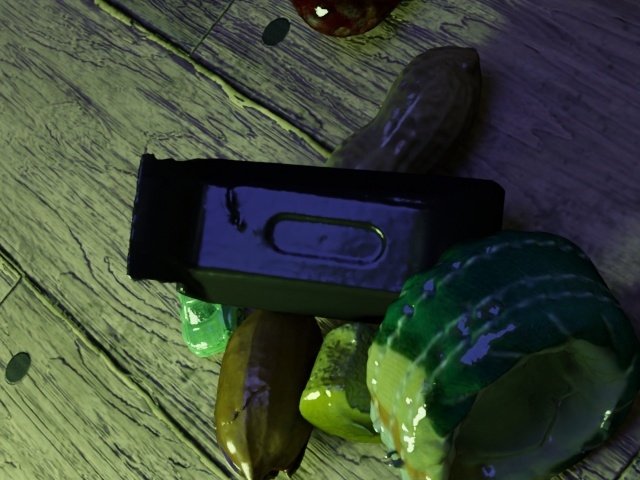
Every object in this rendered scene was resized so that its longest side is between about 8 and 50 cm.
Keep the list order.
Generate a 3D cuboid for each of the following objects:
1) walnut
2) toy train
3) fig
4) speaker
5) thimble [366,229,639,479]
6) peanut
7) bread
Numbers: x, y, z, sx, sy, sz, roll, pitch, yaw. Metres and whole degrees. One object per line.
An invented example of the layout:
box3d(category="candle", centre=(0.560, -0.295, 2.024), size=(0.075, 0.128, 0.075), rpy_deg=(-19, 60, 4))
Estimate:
box3d(category="walnut", centre=(-0.061, 0.176, 1.869), size=(0.137, 0.137, 0.245), rpy_deg=(-7, 52, 35))
box3d(category="toy train", centre=(-0.145, 0.071, 2.040), size=(0.099, 0.081, 0.149), rpy_deg=(-21, 52, 26))
box3d(category="fig", centre=(0.016, -0.381, 2.166), size=(0.170, 0.145, 0.274), rpy_deg=(-45, 32, 5))
box3d(category="speaker", centre=(0.000, 0.000, 1.780), size=(0.389, 0.184, 0.180), rpy_deg=(5, 88, 12))
box3d(category="thimble", centre=(0.181, 0.133, 1.626), size=(0.288, 0.254, 0.167), rpy_deg=(-42, 45, 13))
box3d(category="peanut", centre=(0.097, -0.118, 1.943), size=(0.298, 0.120, 0.136), rpy_deg=(-51, 30, -5))
box3d(category="bread", centre=(0.043, 0.169, 1.808), size=(0.111, 0.129, 0.114), rpy_deg=(-25, 39, 48))
